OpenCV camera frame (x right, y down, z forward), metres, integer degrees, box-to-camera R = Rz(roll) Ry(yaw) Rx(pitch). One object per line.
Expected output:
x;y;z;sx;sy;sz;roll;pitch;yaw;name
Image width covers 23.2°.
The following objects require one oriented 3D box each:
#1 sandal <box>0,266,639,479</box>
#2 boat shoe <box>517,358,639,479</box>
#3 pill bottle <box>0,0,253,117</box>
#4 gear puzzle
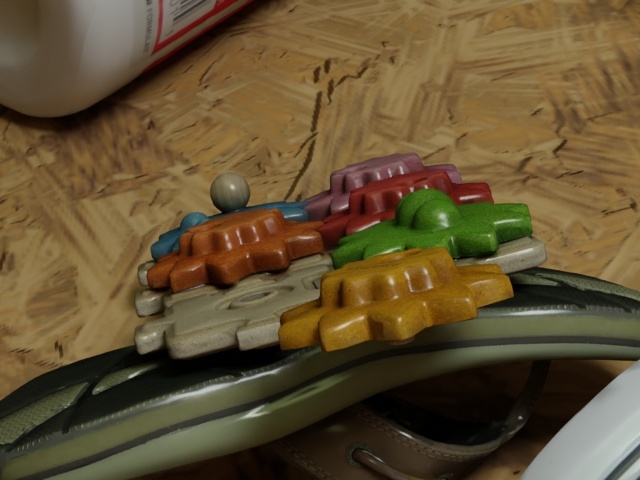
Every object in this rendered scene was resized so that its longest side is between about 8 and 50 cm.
0.008;0.072;0.660;0.303;0.086;0.120;-14;10;-3;sandal
0.224;0.079;0.553;0.335;0.121;0.119;-19;31;-14;boat shoe
-0.082;-0.271;1.042;0.229;0.229;0.408;20;45;37;pill bottle
0.000;0.000;0.681;0.175;0.044;0.339;-14;10;-4;gear puzzle
